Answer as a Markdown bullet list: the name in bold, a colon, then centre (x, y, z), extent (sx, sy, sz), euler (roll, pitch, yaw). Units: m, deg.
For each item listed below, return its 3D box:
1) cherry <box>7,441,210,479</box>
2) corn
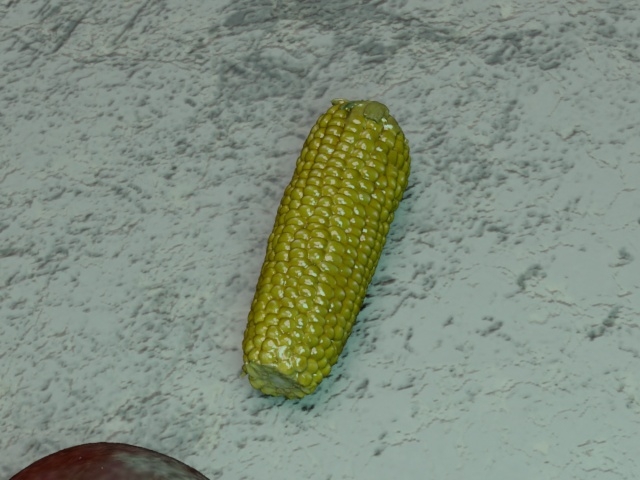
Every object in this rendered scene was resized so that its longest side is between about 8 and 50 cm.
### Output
- **cherry**: centre (-0.137, 0.253, 1.190), extent (0.236, 0.213, 0.285), euler (-7, 45, -10)
- **corn**: centre (0.004, 0.003, 1.421), extent (0.091, 0.091, 0.260), euler (34, 56, -20)
